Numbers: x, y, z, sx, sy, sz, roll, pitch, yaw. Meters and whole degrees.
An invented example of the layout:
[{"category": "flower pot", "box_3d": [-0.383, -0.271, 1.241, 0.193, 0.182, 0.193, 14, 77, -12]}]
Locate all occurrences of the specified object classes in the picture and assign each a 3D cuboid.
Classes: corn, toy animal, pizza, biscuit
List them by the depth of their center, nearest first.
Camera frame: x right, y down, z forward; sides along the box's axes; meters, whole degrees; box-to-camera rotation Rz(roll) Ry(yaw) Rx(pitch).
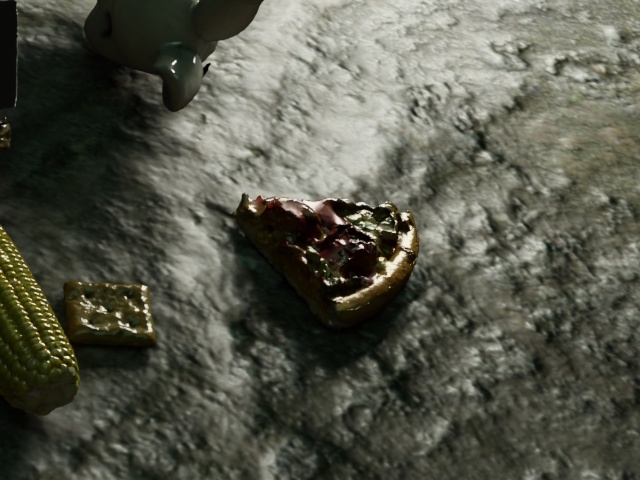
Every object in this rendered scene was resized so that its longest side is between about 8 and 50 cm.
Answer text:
[{"category": "corn", "box_3d": [-0.287, 0.057, 1.666, 0.081, 0.081, 0.248, -11, 45, -30]}, {"category": "biscuit", "box_3d": [-0.195, 0.068, 1.733, 0.083, 0.018, 0.081, 4, 39, -14]}, {"category": "pizza", "box_3d": [0.000, 0.000, 1.852, 0.193, 0.053, 0.201, 19, 39, 4]}, {"category": "toy animal", "box_3d": [-0.167, -0.271, 2.012, 0.325, 0.208, 0.154, 41, 4, 42]}]

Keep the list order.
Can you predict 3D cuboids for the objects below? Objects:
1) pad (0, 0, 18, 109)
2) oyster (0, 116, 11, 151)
[{"category": "pad", "box_3d": [-0.426, -0.176, 1.884, 0.243, 0.004, 0.164, -7, 49, -1]}, {"category": "oyster", "box_3d": [-0.448, -0.063, 1.773, 0.345, 0.078, 0.128, -20, 30, -34]}]
